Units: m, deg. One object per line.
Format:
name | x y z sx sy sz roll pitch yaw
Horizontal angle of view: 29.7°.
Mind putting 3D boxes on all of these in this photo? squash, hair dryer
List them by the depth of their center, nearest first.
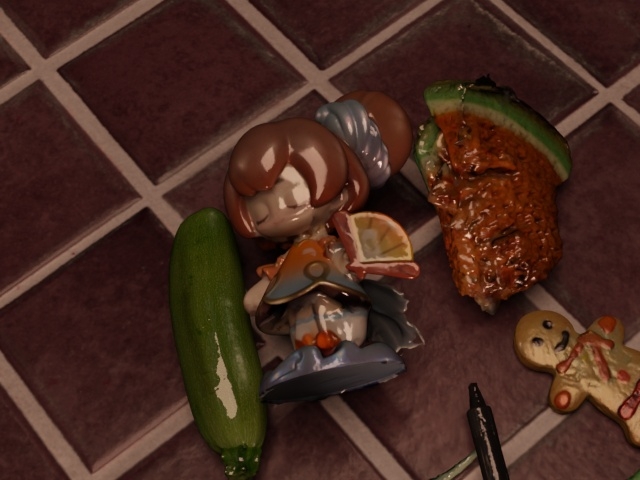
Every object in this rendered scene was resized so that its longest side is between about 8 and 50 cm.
hair dryer | 0.209 0.283 1.439 0.070 0.128 0.255 -12 65 -3
squash | -0.138 0.123 1.579 0.107 0.107 0.395 -11 62 -2

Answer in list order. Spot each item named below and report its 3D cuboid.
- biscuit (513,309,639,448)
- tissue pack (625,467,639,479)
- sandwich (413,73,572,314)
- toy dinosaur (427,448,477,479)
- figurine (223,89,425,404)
biscuit | 0.356 0.166 1.558 0.234 0.030 0.153 32 67 20
tissue pack | 0.534 0.325 1.397 0.228 0.128 0.311 -41 66 -17
sandwich | 0.219 -0.047 1.624 0.162 0.250 0.301 -19 61 45
toy dinosaur | 0.046 0.363 1.447 0.383 0.076 0.129 -14 41 -12
figurine | 0.001 -0.001 1.554 0.277 0.248 0.388 -22 71 23
